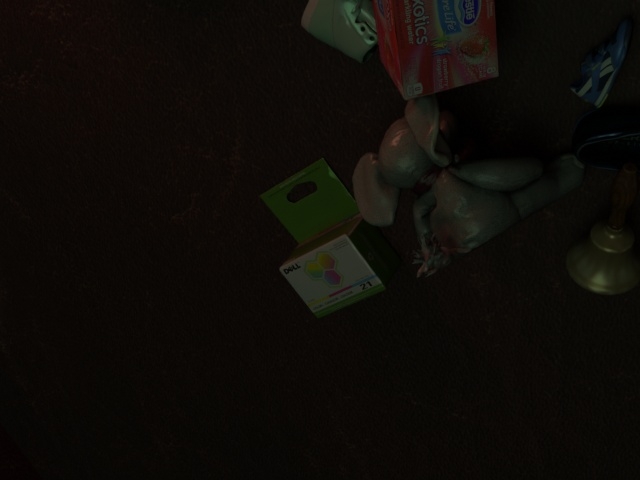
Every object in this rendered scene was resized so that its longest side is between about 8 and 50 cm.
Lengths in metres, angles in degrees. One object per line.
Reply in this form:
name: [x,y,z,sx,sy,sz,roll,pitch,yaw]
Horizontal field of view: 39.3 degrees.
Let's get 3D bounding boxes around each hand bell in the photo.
hand bell: [0.456,-0.035,1.377,0.126,0.126,0.242,16,146,18]

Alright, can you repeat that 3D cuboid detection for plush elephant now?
plush elephant: [0.199,-0.106,1.439,0.272,0.330,0.255,-37,81,47]

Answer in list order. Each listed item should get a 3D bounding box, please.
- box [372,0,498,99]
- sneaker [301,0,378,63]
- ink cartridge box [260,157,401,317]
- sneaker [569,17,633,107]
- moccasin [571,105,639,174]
box: [0.156,-0.376,1.279,0.154,0.142,0.300,-15,126,-3]
sneaker: [0.075,-0.395,1.398,0.151,0.094,0.256,37,141,9]
ink cartridge box: [0.000,0.000,1.711,0.189,0.097,0.255,-27,107,38]
sneaker: [0.419,-0.267,1.332,0.059,0.053,0.144,27,129,12]
moccasin: [0.544,-0.120,1.322,0.342,0.117,0.138,3,123,27]
